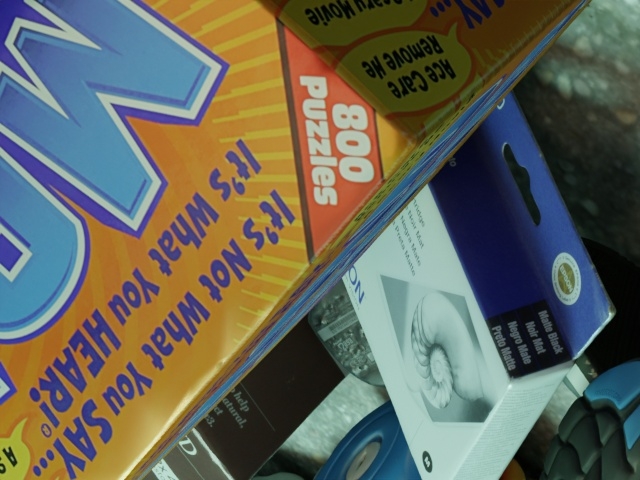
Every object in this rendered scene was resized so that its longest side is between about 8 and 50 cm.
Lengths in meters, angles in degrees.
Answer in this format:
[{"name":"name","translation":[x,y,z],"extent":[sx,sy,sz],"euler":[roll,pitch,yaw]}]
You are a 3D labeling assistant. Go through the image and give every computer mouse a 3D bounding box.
[{"name":"computer mouse","translation":[0.000,0.000,1.345],"extent":[0.071,0.041,0.242],"euler":[-30,95,37]}]

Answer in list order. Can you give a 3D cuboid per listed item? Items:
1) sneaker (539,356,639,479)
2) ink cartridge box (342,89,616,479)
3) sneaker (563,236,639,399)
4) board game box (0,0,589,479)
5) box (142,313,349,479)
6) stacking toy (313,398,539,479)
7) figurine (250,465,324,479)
[{"name":"sneaker","translation":[0.187,0.209,1.125],"extent":[0.140,0.125,0.340],"euler":[10,127,0]},{"name":"ink cartridge box","translation":[0.079,0.015,1.173],"extent":[0.224,0.045,0.223],"euler":[114,142,-52]},{"name":"sneaker","translation":[0.189,0.140,1.226],"extent":[0.295,0.124,0.178],"euler":[50,135,-8]},{"name":"board game box","translation":[-0.109,-0.120,0.975],"extent":[0.356,0.356,0.356],"euler":[43,126,2]},{"name":"box","translation":[-0.112,0.077,1.413],"extent":[0.203,0.167,0.168],"euler":[-17,112,51]},{"name":"stacking toy","translation":[0.142,0.241,1.368],"extent":[0.302,0.175,0.166],"euler":[38,141,-13]},{"name":"figurine","translation":[-0.061,0.219,1.502],"extent":[0.209,0.215,0.092],"euler":[-22,74,50]}]
